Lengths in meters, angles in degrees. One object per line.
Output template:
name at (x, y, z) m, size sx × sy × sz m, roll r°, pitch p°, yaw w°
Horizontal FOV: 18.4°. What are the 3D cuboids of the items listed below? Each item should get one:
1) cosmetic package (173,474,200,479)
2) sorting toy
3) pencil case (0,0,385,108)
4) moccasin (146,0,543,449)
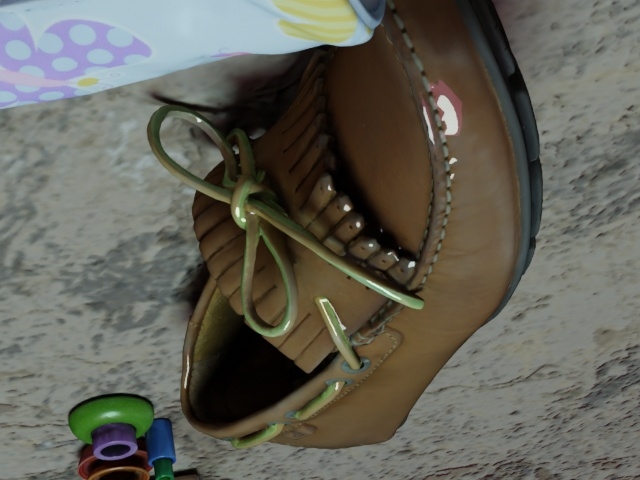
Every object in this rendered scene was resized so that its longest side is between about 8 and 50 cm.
cosmetic package at (-0.208, 0.259, 1.293) m, size 0.296 × 0.129 × 0.153 m, roll -9°, pitch 152°, yaw -4°
sorting toy at (-0.117, 0.132, 1.190) m, size 0.061 × 0.042 × 0.102 m, roll -8°, pitch 150°, yaw -6°
pencil case at (-0.111, -0.097, 0.687) m, size 0.273 × 0.124 × 0.113 m, roll -10°, pitch 121°, yaw 16°
moccasin at (-0.001, -0.003, 0.917) m, size 0.147 × 0.139 × 0.380 m, roll -11°, pitch 161°, yaw -18°
